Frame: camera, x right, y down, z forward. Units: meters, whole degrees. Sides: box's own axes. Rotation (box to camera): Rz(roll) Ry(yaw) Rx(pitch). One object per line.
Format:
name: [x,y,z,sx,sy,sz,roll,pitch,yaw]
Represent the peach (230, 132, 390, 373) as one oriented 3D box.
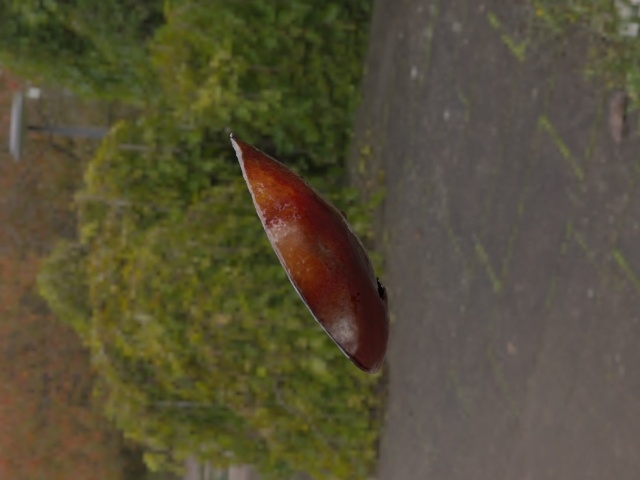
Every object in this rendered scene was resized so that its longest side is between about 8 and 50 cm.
peach: [0.004,-0.001,1.299,0.279,0.068,0.189,59,-171,-3]
